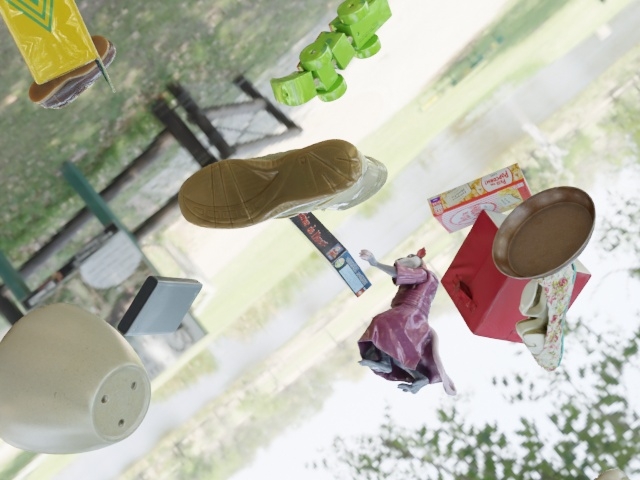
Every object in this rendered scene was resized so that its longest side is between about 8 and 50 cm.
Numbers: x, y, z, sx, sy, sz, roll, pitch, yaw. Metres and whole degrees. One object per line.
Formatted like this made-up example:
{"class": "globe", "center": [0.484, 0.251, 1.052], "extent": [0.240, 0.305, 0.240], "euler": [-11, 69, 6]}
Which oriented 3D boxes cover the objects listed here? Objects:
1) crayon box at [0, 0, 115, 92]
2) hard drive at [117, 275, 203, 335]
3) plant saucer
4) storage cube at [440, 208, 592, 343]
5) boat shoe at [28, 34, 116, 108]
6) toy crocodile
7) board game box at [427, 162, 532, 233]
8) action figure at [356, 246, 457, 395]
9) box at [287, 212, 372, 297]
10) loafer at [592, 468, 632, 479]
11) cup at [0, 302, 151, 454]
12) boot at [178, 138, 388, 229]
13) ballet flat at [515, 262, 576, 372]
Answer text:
{"class": "crayon box", "center": [-0.353, -0.325, 0.980], "extent": [0.083, 0.203, 0.323], "euler": [-28, 139, -11]}
{"class": "hard drive", "center": [-0.235, 0.097, 1.281], "extent": [0.094, 0.022, 0.135], "euler": [-58, 161, 7]}
{"class": "plant saucer", "center": [0.331, -0.006, 1.267], "extent": [0.168, 0.029, 0.168], "euler": [-32, -147, 23]}
{"class": "storage cube", "center": [0.392, 0.077, 1.760], "extent": [0.215, 0.184, 0.193], "euler": [13, 120, -26]}
{"class": "boat shoe", "center": [-0.475, -0.327, 1.691], "extent": [0.207, 0.073, 0.073], "euler": [-27, 158, 22]}
{"class": "toy crocodile", "center": [0.031, -0.397, 1.777], "extent": [0.340, 0.105, 0.115], "euler": [-52, 137, -20]}
{"class": "board game box", "center": [0.331, -0.084, 1.774], "extent": [0.193, 0.045, 0.147], "euler": [-22, 160, 16]}
{"class": "action figure", "center": [0.225, 0.168, 2.133], "extent": [0.370, 0.275, 0.248], "euler": [-69, 150, -29]}
{"class": "box", "center": [0.000, 0.000, 1.773], "extent": [0.044, 0.233, 0.159], "euler": [-41, 144, -2]}
{"class": "loafer", "center": [0.349, 0.428, 1.104], "extent": [0.102, 0.092, 0.269], "euler": [10, 103, -42]}
{"class": "cup", "center": [-0.503, 0.316, 1.840], "extent": [0.237, 0.331, 0.331], "euler": [10, -153, 34]}
{"class": "boot", "center": [-0.046, -0.074, 1.206], "extent": [0.261, 0.095, 0.203], "euler": [-16, 176, 16]}
{"class": "ballet flat", "center": [0.362, 0.122, 1.425], "extent": [0.077, 0.091, 0.241], "euler": [-10, 124, -12]}
